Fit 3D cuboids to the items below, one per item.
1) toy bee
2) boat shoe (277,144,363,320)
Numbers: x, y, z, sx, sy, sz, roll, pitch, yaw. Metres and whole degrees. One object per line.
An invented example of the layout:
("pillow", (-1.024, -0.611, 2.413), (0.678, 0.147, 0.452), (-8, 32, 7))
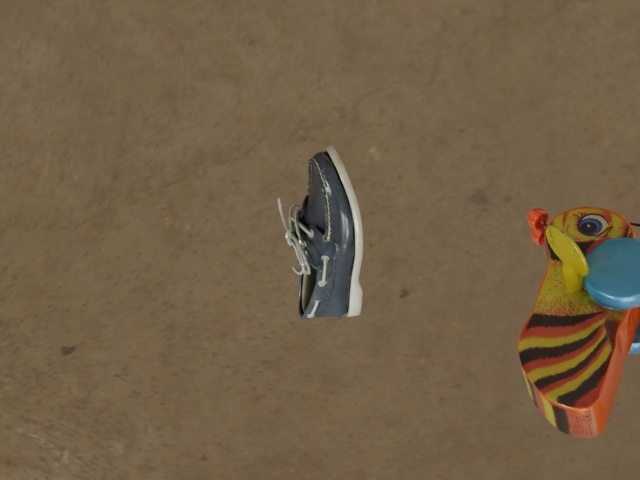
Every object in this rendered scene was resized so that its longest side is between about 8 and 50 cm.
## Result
("toy bee", (0.255, 0.040, 0.994), (0.298, 0.162, 0.195), (-36, 133, -39))
("boat shoe", (0.000, 0.000, 1.178), (0.079, 0.254, 0.095), (-12, 53, -7))
